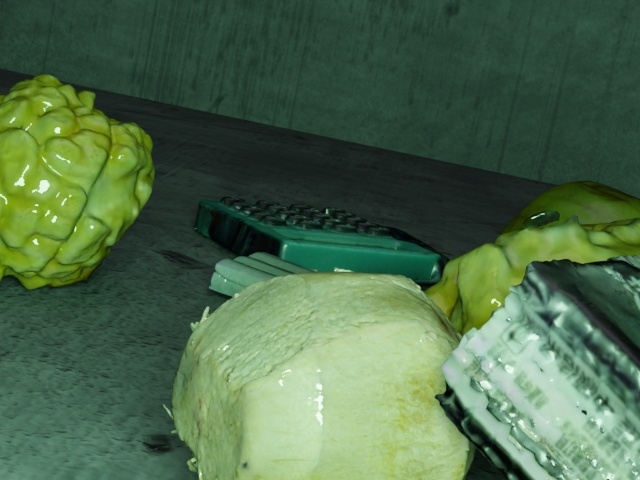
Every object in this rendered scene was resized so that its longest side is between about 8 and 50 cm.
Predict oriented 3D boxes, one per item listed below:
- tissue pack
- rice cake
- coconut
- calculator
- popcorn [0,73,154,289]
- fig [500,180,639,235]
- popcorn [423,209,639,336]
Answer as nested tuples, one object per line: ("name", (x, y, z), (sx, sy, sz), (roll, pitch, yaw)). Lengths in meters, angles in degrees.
("tissue pack", (0.244, 0.150, 0.804), (0.332, 0.123, 0.245), (48, 24, 25))
("rice cake", (0.012, 0.061, 1.472), (0.237, 0.043, 0.127), (17, 13, 23))
("coconut", (0.016, 0.107, 0.885), (0.194, 0.194, 0.194), (11, 11, -2))
("calculator", (0.000, 0.000, 1.747), (0.248, 0.058, 0.274), (6, 11, -30))
("popcorn", (-0.273, -0.048, 1.382), (0.181, 0.216, 0.235), (37, 1, -8))
("fig", (0.279, 0.045, 1.414), (0.230, 0.207, 0.207), (18, 13, 36))
("popcorn", (0.199, 0.083, 1.109), (0.252, 0.215, 0.286), (23, 13, 35))
